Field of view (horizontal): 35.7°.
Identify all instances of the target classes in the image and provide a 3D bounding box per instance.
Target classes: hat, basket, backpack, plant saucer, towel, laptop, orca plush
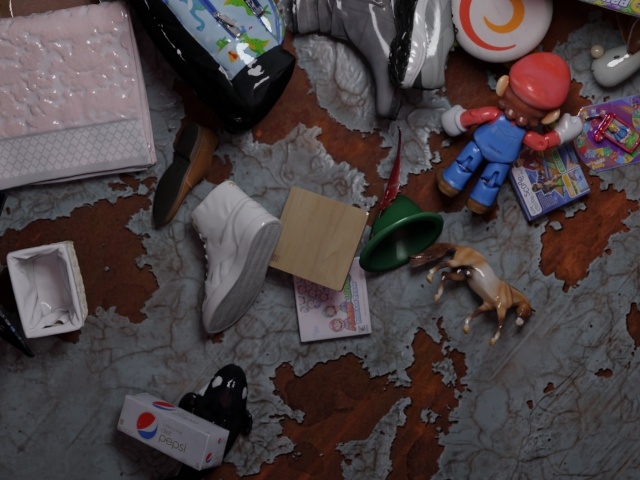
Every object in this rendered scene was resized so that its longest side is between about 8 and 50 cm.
[{"bbox_3d":[0.130,-0.069,1.937,0.208,0.173,0.184,-33,62,9],"label":"hat"},{"bbox_3d":[-0.513,0.088,1.886,0.113,0.103,0.167,-11,98,-2],"label":"basket"},{"bbox_3d":[-0.199,-0.397,1.772,0.355,0.290,0.273,37,85,-1],"label":"backpack"},{"bbox_3d":[-0.506,-0.440,1.849,0.198,0.036,0.199,-1,98,-4],"label":"plant saucer"},{"bbox_3d":[-0.491,-0.264,1.842,0.331,0.053,0.317,-9,107,-3],"label":"towel"},{"bbox_3d":[-0.579,0.058,1.824,0.136,0.234,0.264,-39,110,-21],"label":"laptop"},{"bbox_3d":[-0.229,0.382,1.944,0.151,0.102,0.287,40,94,-8],"label":"orca plush"}]

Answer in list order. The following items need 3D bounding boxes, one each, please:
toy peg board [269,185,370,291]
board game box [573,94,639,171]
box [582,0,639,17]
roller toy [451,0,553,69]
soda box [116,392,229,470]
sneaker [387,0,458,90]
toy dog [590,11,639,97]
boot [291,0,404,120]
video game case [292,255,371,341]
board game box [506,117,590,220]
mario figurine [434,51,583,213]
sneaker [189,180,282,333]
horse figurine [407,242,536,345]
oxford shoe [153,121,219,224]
[{"bbox_3d":[0.000,0.000,1.921,0.160,0.079,0.161,19,88,14],"label":"toy peg board"},{"bbox_3d":[0.584,-0.209,1.953,0.168,0.033,0.133,-13,98,-2],"label":"board game box"},{"bbox_3d":[0.461,-0.548,1.733,0.290,0.279,0.177,11,127,-15],"label":"box"},{"bbox_3d":[0.332,-0.430,1.849,0.209,0.146,0.191,22,106,-1],"label":"roller toy"},{"bbox_3d":[-0.284,0.363,1.901,0.216,0.069,0.074,18,96,29],"label":"soda box"},{"bbox_3d":[0.197,-0.399,1.777,0.108,0.100,0.272,10,92,-22],"label":"sneaker"},{"bbox_3d":[0.626,-0.434,1.827,0.161,0.220,0.334,41,97,-20],"label":"toy dog"},{"bbox_3d":[0.053,-0.391,1.865,0.222,0.118,0.338,0,87,-1],"label":"boot"},{"bbox_3d":[0.022,0.116,1.967,0.143,0.019,0.157,-7,98,-2],"label":"video game case"},{"bbox_3d":[0.427,-0.158,1.948,0.136,0.035,0.201,-25,98,0],"label":"board game box"},{"bbox_3d":[0.357,-0.213,1.875,0.198,0.170,0.320,17,119,-35],"label":"mario figurine"},{"bbox_3d":[-0.188,0.026,1.908,0.169,0.108,0.292,44,123,27],"label":"sneaker"},{"bbox_3d":[0.298,0.089,1.935,0.263,0.066,0.174,44,53,3],"label":"horse figurine"},{"bbox_3d":[-0.253,-0.119,1.896,0.076,0.076,0.212,14,111,-45],"label":"oxford shoe"}]
